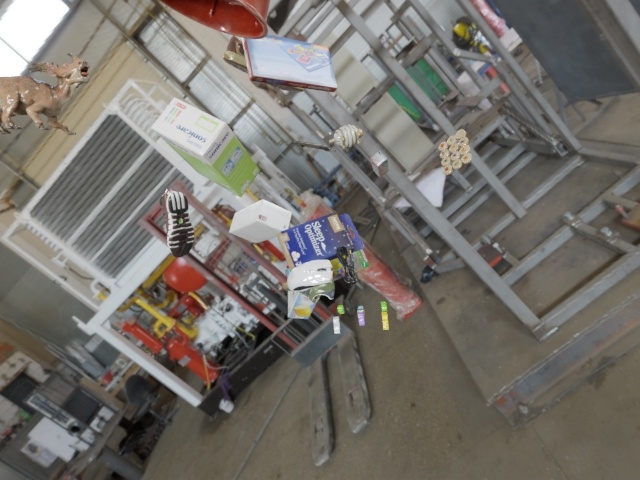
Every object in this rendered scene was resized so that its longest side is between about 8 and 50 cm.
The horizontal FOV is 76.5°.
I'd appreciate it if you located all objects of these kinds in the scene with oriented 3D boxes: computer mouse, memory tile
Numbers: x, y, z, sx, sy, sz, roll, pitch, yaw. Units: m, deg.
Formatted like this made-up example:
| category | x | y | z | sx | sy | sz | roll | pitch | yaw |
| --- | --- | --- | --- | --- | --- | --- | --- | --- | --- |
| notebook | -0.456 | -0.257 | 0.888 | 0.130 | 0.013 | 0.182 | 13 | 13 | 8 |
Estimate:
| category | x | y | z | sx | sy | sz | roll | pitch | yaw |
| --- | --- | --- | --- | --- | --- | --- | --- | --- | --- |
| computer mouse | -0.006 | 0.081 | 1.017 | 0.193 | 0.042 | 0.105 | -18 | 61 | 19 |
| memory tile | 0.464 | -0.307 | 1.408 | 0.113 | 0.012 | 0.147 | -30 | 47 | 40 |

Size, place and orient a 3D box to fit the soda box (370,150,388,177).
| category | x | y | z | sx | sy | sz | roll | pitch | yaw |
| --- | --- | --- | --- | --- | --- | --- | --- | --- | --- |
| soda box | 0.293 | -0.373 | 2.000 | 0.063 | 0.058 | 0.183 | -41 | -14 | 4 |

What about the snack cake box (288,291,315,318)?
| category | x | y | z | sx | sy | sz | roll | pitch | yaw |
| --- | --- | --- | --- | --- | --- | --- | --- | --- | --- |
| snack cake box | -0.062 | 0.179 | 1.596 | 0.264 | 0.089 | 0.152 | 113 | 160 | -50 |

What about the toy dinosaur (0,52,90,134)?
| category | x | y | z | sx | sy | sz | roll | pitch | yaw |
| --- | --- | --- | --- | --- | --- | --- | --- | --- | --- |
| toy dinosaur | -0.752 | -0.381 | 1.046 | 0.296 | 0.200 | 0.127 | -7 | 9 | -27 |

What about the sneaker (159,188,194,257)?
| category | x | y | z | sx | sy | sz | roll | pitch | yaw |
| --- | --- | --- | --- | --- | --- | --- | --- | --- | --- |
| sneaker | -0.595 | -0.082 | 1.663 | 0.107 | 0.281 | 0.163 | -10 | 29 | -35 |

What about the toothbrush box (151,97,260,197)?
| category | x | y | z | sx | sy | sz | roll | pitch | yaw |
| --- | --- | --- | --- | --- | --- | --- | --- | --- | --- |
| toothbrush box | -0.341 | -0.277 | 1.257 | 0.122 | 0.206 | 0.283 | -57 | -20 | -8 |

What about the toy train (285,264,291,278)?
| category | x | y | z | sx | sy | sz | roll | pitch | yaw |
| --- | --- | --- | --- | --- | --- | --- | --- | --- | --- |
| toy train | -0.052 | 0.131 | 2.050 | 0.248 | 0.105 | 0.143 | -19 | -10 | -10 |

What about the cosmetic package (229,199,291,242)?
| category | x | y | z | sx | sy | sz | roll | pitch | yaw |
| --- | --- | --- | --- | --- | --- | --- | --- | --- | --- |
| cosmetic package | -0.208 | -0.060 | 1.385 | 0.231 | 0.118 | 0.085 | -15 | 57 | 52 |

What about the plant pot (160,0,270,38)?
| category | x | y | z | sx | sy | sz | roll | pitch | yaw |
| --- | --- | --- | --- | --- | --- | --- | --- | --- | --- |
| plant pot | -0.193 | -0.593 | 0.799 | 0.272 | 0.273 | 0.264 | -128 | 56 | -76 |

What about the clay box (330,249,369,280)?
| category | x | y | z | sx | sy | sz | roll | pitch | yaw |
| --- | --- | --- | --- | --- | --- | --- | --- | --- | --- |
| clay box | 0.093 | 0.091 | 1.732 | 0.053 | 0.127 | 0.222 | -19 | -5 | -46 |

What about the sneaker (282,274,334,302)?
| category | x | y | z | sx | sy | sz | roll | pitch | yaw |
| --- | --- | --- | --- | --- | --- | --- | --- | --- | --- |
| sneaker | -0.038 | 0.166 | 1.338 | 0.192 | 0.086 | 0.064 | -12 | 2 | 28 |

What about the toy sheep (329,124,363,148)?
| category | x | y | z | sx | sy | sz | roll | pitch | yaw |
| --- | --- | --- | --- | --- | --- | --- | --- | --- | --- |
| toy sheep | 0.095 | -0.381 | 1.495 | 0.132 | 0.091 | 0.091 | -15 | 9 | -11 |

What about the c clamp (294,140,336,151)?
| category | x | y | z | sx | sy | sz | roll | pitch | yaw |
| --- | --- | --- | --- | --- | --- | --- | --- | --- | --- |
| c clamp | -0.023 | -0.373 | 1.620 | 0.137 | 0.161 | 0.022 | -52 | -26 | -81 |

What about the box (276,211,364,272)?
| category | x | y | z | sx | sy | sz | roll | pitch | yaw |
| --- | --- | --- | --- | --- | --- | --- | --- | --- | --- |
| box | 0.000 | 0.000 | 1.176 | 0.226 | 0.136 | 0.036 | -20 | -29 | -8 |

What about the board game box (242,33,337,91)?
| category | x | y | z | sx | sy | sz | roll | pitch | yaw |
| --- | --- | --- | --- | --- | --- | --- | --- | --- | --- |
| board game box | -0.085 | -0.518 | 1.184 | 0.282 | 0.144 | 0.027 | -5 | -9 | -33 |

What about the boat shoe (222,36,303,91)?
| category | x | y | z | sx | sy | sz | roll | pitch | yaw |
| --- | --- | --- | --- | --- | --- | --- | --- | --- | --- |
| boat shoe | -0.212 | -0.711 | 1.640 | 0.123 | 0.342 | 0.123 | -70 | 19 | 5 |

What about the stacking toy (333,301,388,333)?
| category | x | y | z | sx | sy | sz | roll | pitch | yaw |
| --- | --- | --- | --- | --- | --- | --- | --- | --- | --- |
| stacking toy | 0.134 | 0.248 | 1.324 | 0.167 | 0.052 | 0.221 | -6 | 4 | 7 |
